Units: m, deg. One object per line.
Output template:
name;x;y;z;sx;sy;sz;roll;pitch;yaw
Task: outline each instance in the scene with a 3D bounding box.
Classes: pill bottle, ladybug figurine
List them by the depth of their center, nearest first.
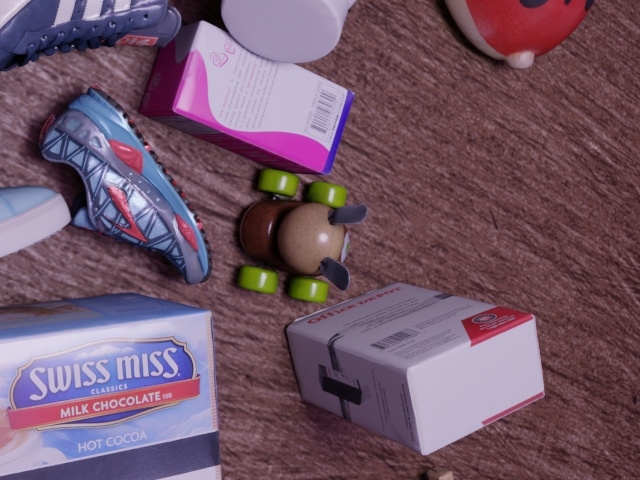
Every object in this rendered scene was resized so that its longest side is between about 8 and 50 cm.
pill bottle;-0.019;-0.355;1.184;0.161;0.161;0.283;32;55;-29
ladybug figurine;0.295;-0.466;1.418;0.305;0.162;0.449;-7;98;-31

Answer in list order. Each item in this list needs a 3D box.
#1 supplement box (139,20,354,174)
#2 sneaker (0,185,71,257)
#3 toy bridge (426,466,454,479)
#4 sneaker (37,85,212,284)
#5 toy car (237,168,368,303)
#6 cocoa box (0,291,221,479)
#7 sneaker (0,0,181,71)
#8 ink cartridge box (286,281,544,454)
supplement box;-0.089;-0.167;1.235;0.220;0.114;0.111;21;83;-32
sneaker;-0.434;-0.039;1.020;0.366;0.135;0.150;-12;103;-31
toy bridge;0.187;0.414;1.475;0.026;0.063;0.188;-24;105;-28
sneaker;-0.228;-0.043;1.185;0.125;0.104;0.262;-35;108;-6
toy car;0.000;0.000;1.256;0.149;0.188;0.155;13;87;-31
cocoa box;-0.304;0.188;1.058;0.347;0.231;0.228;-5;96;-32
sneaker;-0.246;-0.248;1.118;0.350;0.131;0.148;-45;108;-21
ink cartridge box;0.113;0.150;1.291;0.197;0.273;0.114;-19;107;-29
